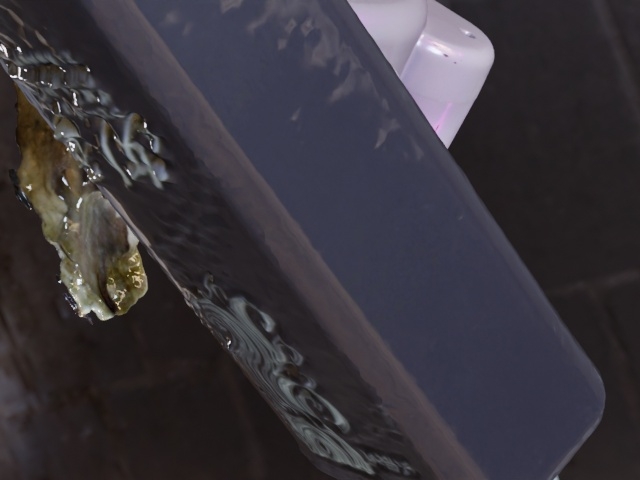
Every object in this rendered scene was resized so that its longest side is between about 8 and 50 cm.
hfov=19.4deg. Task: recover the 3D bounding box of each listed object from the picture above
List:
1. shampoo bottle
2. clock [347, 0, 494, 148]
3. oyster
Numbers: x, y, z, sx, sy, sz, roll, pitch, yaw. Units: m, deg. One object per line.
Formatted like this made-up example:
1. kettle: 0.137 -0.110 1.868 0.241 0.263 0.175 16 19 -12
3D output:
1. shampoo bottle: 0.001 0.000 0.517 0.098 0.071 0.309 6 140 53
2. clock: -0.071 -0.151 1.154 0.295 0.322 0.113 36 112 23
3. oyster: -0.156 -0.071 1.405 0.094 0.166 0.294 -18 63 16
